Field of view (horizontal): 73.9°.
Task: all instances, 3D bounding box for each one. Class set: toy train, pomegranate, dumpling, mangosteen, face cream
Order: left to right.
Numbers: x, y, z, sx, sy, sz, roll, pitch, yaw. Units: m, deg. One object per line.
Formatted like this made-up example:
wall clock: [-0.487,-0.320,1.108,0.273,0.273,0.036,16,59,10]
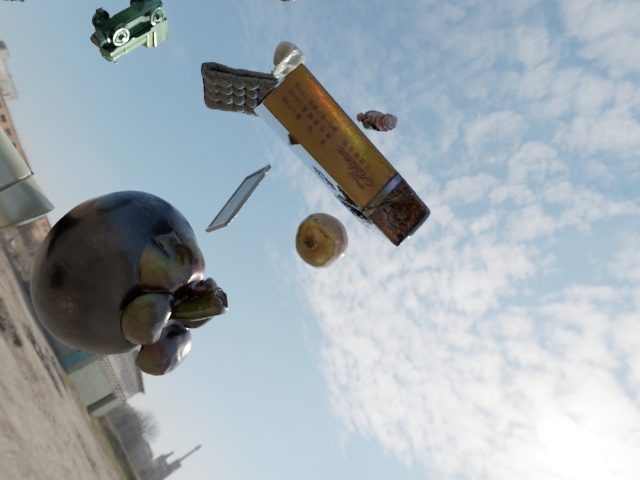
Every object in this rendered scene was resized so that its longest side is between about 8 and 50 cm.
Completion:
face cream: [-0.721,-0.171,0.858,0.081,0.173,0.349,15,-47,46]
toy train: [-0.451,-0.498,1.011,0.083,0.200,0.132,40,-29,2]
mangosteen: [-0.413,0.096,0.974,0.434,0.382,0.382,29,-38,2]
dumpling: [-0.116,-0.606,1.447,0.127,0.108,0.188,-54,-162,17]
pomegranate: [-0.001,0.001,1.431,0.191,0.191,0.191,34,-43,39]

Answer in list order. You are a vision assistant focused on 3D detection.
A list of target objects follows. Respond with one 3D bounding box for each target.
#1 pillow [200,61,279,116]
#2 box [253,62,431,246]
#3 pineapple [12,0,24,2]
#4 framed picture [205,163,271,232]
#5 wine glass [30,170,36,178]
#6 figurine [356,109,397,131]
pillow: [-0.329,-0.620,1.783,0.228,0.325,0.101,112,-19,-63]
box: [0.041,-0.183,0.959,0.415,0.116,0.264,45,0,-19]
pineapple: [-0.554,-0.594,0.878,0.158,0.278,0.158,42,-32,34]
framed picture: [-0.306,-0.154,1.583,0.020,0.290,0.211,43,-26,-23]
wine glass: [-0.732,-0.134,1.059,0.038,0.042,0.083,-29,-118,38]
figurine: [0.146,-0.304,1.096,0.129,0.072,0.054,-134,-136,-60]
